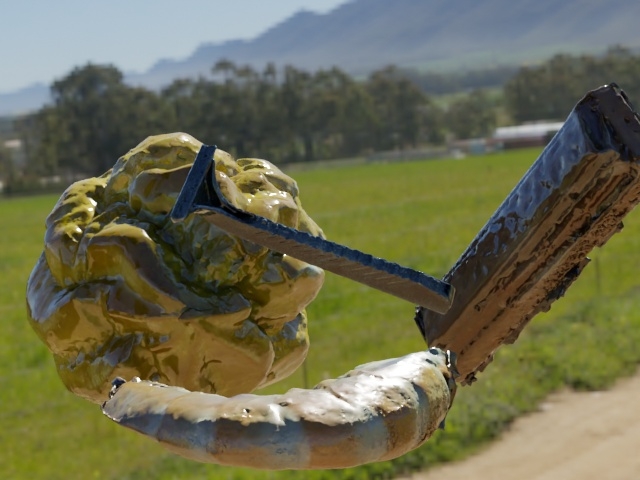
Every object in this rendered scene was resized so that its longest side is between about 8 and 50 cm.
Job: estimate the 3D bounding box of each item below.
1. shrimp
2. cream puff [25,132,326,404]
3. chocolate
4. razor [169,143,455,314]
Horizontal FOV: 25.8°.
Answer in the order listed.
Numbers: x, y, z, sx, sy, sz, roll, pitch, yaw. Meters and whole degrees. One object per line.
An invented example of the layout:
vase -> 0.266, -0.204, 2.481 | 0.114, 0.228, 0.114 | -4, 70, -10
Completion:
shrimp -> -0.030, 0.136, 1.067 | 0.287, 0.068, 0.185 | -6, 8, 1
cream puff -> -0.125, 0.024, 1.392 | 0.324, 0.291, 0.257 | -34, -4, -29
chocolate -> 0.169, 0.005, 1.174 | 0.065, 0.102, 0.329 | -4, -35, -34
razor -> -0.002, 0.003, 0.901 | 0.190, 0.066, 0.033 | 23, -37, -6
